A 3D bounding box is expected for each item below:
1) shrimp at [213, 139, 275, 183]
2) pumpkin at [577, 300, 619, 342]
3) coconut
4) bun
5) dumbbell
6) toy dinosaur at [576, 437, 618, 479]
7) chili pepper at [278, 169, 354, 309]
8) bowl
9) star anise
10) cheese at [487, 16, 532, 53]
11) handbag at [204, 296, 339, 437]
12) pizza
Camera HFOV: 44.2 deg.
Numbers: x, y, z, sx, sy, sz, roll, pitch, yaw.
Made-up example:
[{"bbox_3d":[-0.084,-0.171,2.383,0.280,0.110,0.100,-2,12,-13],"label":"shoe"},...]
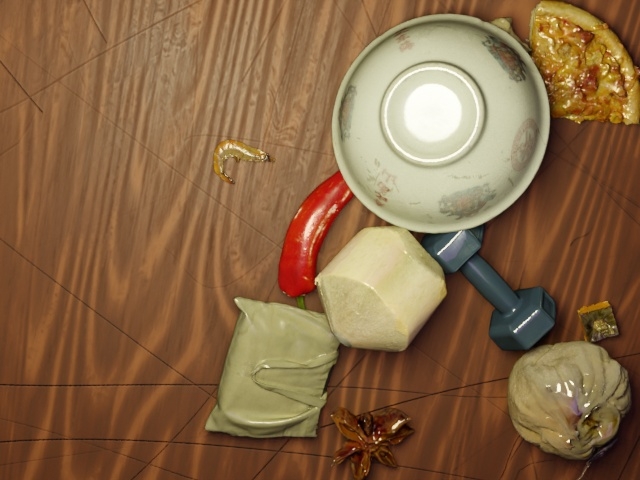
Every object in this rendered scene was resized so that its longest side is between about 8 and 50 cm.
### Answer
[{"bbox_3d":[-0.158,-0.159,1.625,0.127,0.025,0.091,6,101,-2],"label":"shrimp"},{"bbox_3d":[0.618,0.185,1.756,0.074,0.054,0.083,-20,108,4],"label":"pumpkin"},{"bbox_3d":[0.111,0.110,1.573,0.239,0.239,0.244,50,61,-12],"label":"coconut"},{"bbox_3d":[0.543,0.349,1.706,0.281,0.205,0.282,-1,101,-4],"label":"bun"},{"bbox_3d":[0.350,0.085,1.664,0.316,0.156,0.144,45,65,-13],"label":"dumbbell"},{"bbox_3d":[0.640,0.470,1.793,0.032,0.108,0.220,33,83,20],"label":"toy dinosaur"},{"bbox_3d":[-0.004,-0.006,1.643,0.137,0.092,0.369,19,103,-24],"label":"chili pepper"},{"bbox_3d":[0.214,-0.226,1.471,0.434,0.196,0.435,0,92,11],"label":"bowl"},{"bbox_3d":[0.112,0.431,1.733,0.196,0.111,0.213,-19,111,5],"label":"star anise"},{"bbox_3d":[0.357,-0.329,1.591,0.175,0.091,0.203,-37,94,8],"label":"cheese"},{"bbox_3d":[-0.093,0.282,1.673,0.253,0.109,0.316,10,103,-17],"label":"handbag"},{"bbox_3d":[0.527,-0.337,1.622,0.226,0.086,0.335,-42,104,5],"label":"pizza"}]
